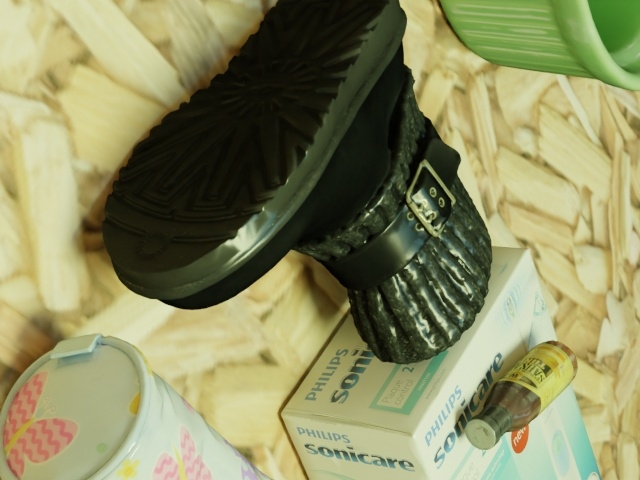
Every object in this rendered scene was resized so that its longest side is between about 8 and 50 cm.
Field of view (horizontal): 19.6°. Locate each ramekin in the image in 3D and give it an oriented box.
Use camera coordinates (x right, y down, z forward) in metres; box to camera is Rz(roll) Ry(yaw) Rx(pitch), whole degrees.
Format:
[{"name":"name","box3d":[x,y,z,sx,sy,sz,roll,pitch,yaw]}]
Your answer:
[{"name":"ramekin","box3d":[0.214,-0.280,1.559,0.303,0.148,0.303,-12,105,-55]}]

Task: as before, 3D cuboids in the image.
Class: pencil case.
[{"name":"pencil case","box3d":[-0.093,0.167,1.197,0.273,0.113,0.124,48,53,-48]}]

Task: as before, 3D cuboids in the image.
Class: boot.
[{"name":"boot","box3d":[0.004,0.000,1.298,0.348,0.131,0.260,-52,134,-40]}]

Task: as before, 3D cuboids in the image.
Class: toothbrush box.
[{"name":"toothbrush box","box3d":[0.110,0.177,1.495,0.216,0.126,0.295,-53,134,-39]}]

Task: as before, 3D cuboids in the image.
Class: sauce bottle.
[{"name":"sauce bottle","box3d":[0.151,0.118,1.397,0.128,0.042,0.042,-37,124,-51]}]
